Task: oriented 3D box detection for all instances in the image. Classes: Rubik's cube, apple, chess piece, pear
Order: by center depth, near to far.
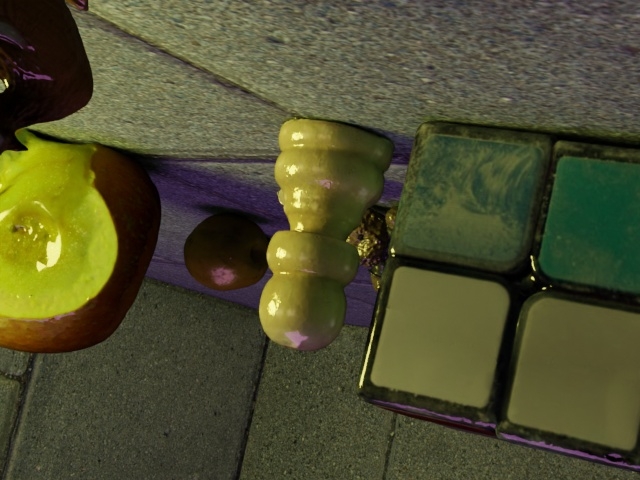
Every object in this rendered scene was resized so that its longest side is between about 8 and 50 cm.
[{"bbox_3d":[0.256,0.070,1.219,0.313,0.318,0.316,10,171,24],"label":"Rubik's cube"},{"bbox_3d":[0.000,0.000,1.303,0.143,0.260,0.143,9,170,2],"label":"chess piece"},{"bbox_3d":[-0.439,-0.010,1.737,0.374,0.374,0.384,16,141,-23],"label":"apple"},{"bbox_3d":[-0.176,0.020,2.072,0.162,0.148,0.149,8,171,32],"label":"pear"}]

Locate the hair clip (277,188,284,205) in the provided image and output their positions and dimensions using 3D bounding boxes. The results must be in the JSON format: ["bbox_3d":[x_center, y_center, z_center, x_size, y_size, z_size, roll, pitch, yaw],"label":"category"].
[{"bbox_3d":[0.027,-0.064,1.606,0.072,0.034,0.226,13,171,-33],"label":"hair clip"}]

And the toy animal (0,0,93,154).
[{"bbox_3d":[-0.260,-0.168,0.889,0.188,0.179,0.089,44,156,-21],"label":"toy animal"}]

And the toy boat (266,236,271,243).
[{"bbox_3d":[-0.131,0.020,2.288,0.060,0.060,0.137,10,172,10],"label":"toy boat"}]

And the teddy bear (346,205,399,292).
[{"bbox_3d":[0.134,0.017,1.720,0.251,0.182,0.129,25,-146,9],"label":"teddy bear"}]
